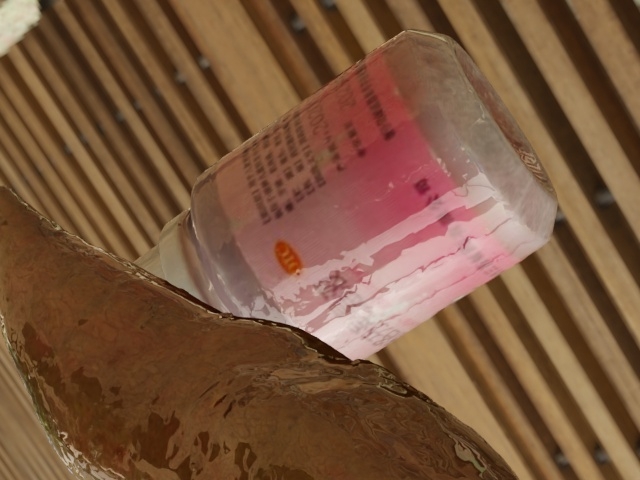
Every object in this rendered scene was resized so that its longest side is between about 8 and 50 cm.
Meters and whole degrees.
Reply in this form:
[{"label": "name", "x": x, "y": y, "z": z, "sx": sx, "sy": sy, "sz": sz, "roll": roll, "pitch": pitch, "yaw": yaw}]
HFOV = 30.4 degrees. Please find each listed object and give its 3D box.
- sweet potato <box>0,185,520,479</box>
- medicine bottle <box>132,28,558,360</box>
[{"label": "sweet potato", "x": -0.007, "y": 0.079, "z": 0.399, "sx": 0.095, "sy": 0.106, "sz": 0.354, "roll": -35, "pitch": -138, "yaw": -30}, {"label": "medicine bottle", "x": 0.000, "y": 0.000, "z": 0.663, "sx": 0.247, "sy": 0.147, "sz": 0.147, "roll": -35, "pitch": -172, "yaw": 16}]
